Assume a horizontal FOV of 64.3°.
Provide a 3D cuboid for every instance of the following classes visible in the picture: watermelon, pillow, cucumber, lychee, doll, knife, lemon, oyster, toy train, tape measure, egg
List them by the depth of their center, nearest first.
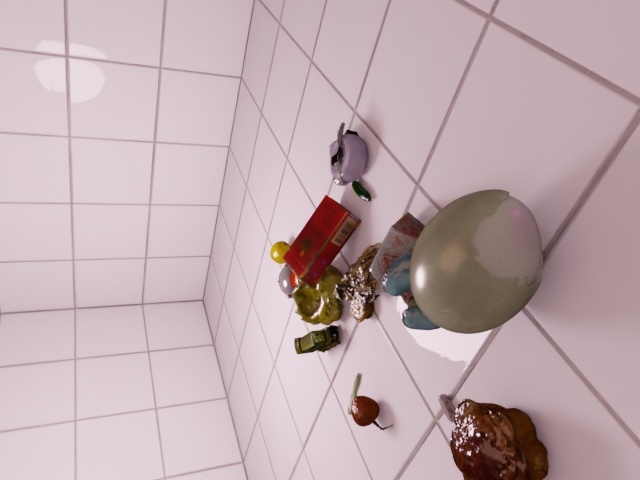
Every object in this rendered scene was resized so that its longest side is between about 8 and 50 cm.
[{"bbox_3d":[0.352,0.043,1.141,0.336,0.278,0.278,108,149,-46],"label":"egg"},{"bbox_3d":[0.284,0.138,1.393,0.214,0.086,0.233,-27,104,26],"label":"pillow"},{"bbox_3d":[0.227,0.046,1.503,0.213,0.201,0.262,-66,30,26],"label":"watermelon"},{"bbox_3d":[0.163,0.606,1.772,0.114,0.101,0.140,113,142,-50],"label":"lychee"},{"bbox_3d":[0.146,0.113,1.785,0.214,0.083,0.223,-4,69,57],"label":"oyster"},{"bbox_3d":[0.147,-0.175,1.853,0.155,0.037,0.037,-124,41,-50],"label":"cucumber"},{"bbox_3d":[0.093,-0.309,1.869,0.178,0.105,0.196,-45,43,52],"label":"tape measure"},{"bbox_3d":[0.129,0.589,1.950,0.030,0.014,0.207,-128,42,-53],"label":"knife"},{"bbox_3d":[-0.011,0.411,2.095,0.225,0.137,0.090,134,130,-57],"label":"toy train"},{"bbox_3d":[-0.110,0.182,2.354,0.336,0.105,0.200,-17,78,56],"label":"doll"},{"bbox_3d":[-0.192,0.058,2.503,0.133,0.109,0.109,-54,43,40],"label":"lemon"}]

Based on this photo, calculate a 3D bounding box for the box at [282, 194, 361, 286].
[{"bbox_3d":[0.000,-0.001,1.963,0.313,0.089,0.197,-54,35,7],"label":"box"}]

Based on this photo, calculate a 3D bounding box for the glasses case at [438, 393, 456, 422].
[{"bbox_3d":[0.359,0.471,1.430,0.021,0.032,0.083,112,148,-43],"label":"glasses case"}]

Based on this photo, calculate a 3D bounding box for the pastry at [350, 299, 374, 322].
[{"bbox_3d":[0.151,0.241,1.841,0.097,0.057,0.109,4,97,59],"label":"pastry"}]

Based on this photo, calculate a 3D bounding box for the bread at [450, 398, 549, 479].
[{"bbox_3d":[0.417,0.505,1.187,0.232,0.135,0.247,-177,86,-65],"label":"bread"}]

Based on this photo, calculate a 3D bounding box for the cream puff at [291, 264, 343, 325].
[{"bbox_3d":[-0.019,0.216,2.054,0.282,0.185,0.282,-178,90,-66],"label":"cream puff"}]
